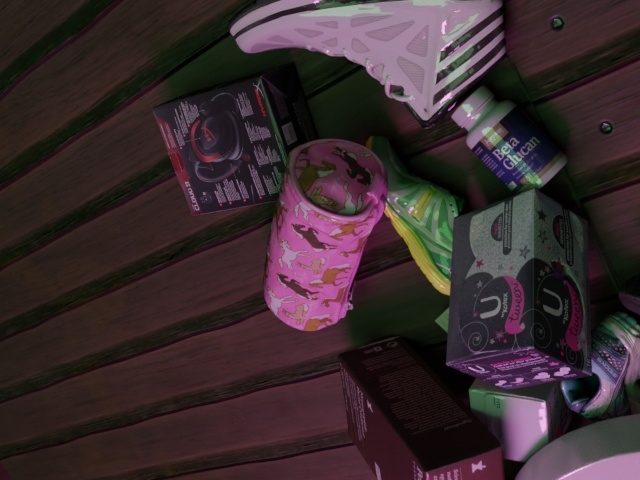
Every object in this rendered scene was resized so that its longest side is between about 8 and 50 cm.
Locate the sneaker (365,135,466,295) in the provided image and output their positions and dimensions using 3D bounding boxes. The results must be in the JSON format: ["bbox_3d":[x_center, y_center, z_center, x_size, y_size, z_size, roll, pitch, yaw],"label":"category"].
[{"bbox_3d":[0.174,-0.054,1.362,0.123,0.109,0.296,-34,88,10],"label":"sneaker"}]

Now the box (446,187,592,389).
[{"bbox_3d":[0.292,0.074,1.211,0.142,0.248,0.163,24,150,-33],"label":"box"}]

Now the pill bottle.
[{"bbox_3d":[0.279,-0.149,1.233,0.169,0.094,0.094,46,129,4],"label":"pill bottle"}]

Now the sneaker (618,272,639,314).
[{"bbox_3d":[0.536,0.127,1.097,0.286,0.109,0.130,22,131,36],"label":"sneaker"}]

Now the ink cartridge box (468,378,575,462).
[{"bbox_3d":[0.335,0.261,1.352,0.127,0.176,0.128,4,115,31],"label":"ink cartridge box"}]

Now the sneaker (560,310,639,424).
[{"bbox_3d":[0.425,0.232,1.274,0.110,0.122,0.283,52,161,49],"label":"sneaker"}]

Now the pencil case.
[{"bbox_3d":[0.000,0.000,1.377,0.386,0.167,0.160,104,154,-55],"label":"pencil case"}]

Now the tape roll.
[{"bbox_3d":[0.493,0.416,1.281,0.391,0.072,0.392,1,130,1],"label":"tape roll"}]

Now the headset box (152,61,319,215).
[{"bbox_3d":[-0.156,-0.175,1.490,0.293,0.110,0.218,-9,108,35],"label":"headset box"}]

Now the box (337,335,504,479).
[{"bbox_3d":[0.162,0.339,1.396,0.381,0.143,0.191,-138,36,-62],"label":"box"}]

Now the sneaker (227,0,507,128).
[{"bbox_3d":[0.068,-0.280,1.255,0.447,0.169,0.258,-6,108,32],"label":"sneaker"}]

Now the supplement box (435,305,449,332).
[{"bbox_3d":[0.254,0.126,1.426,0.062,0.036,0.098,44,129,6],"label":"supplement box"}]
